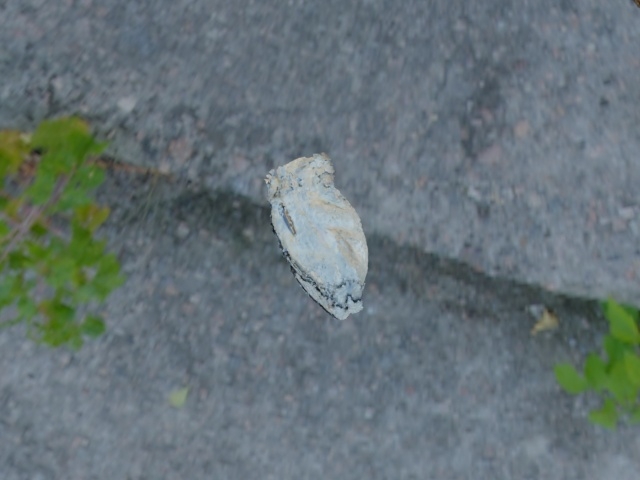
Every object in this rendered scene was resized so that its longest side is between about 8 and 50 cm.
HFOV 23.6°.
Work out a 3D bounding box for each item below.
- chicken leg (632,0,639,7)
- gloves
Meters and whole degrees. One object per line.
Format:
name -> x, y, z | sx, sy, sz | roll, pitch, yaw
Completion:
chicken leg -> 0.094, -0.100, 0.497 | 0.145, 0.037, 0.062 | 25, 80, -43
gloves -> -0.003, 0.001, 1.416 | 0.070, 0.114, 0.153 | -22, 83, -16
